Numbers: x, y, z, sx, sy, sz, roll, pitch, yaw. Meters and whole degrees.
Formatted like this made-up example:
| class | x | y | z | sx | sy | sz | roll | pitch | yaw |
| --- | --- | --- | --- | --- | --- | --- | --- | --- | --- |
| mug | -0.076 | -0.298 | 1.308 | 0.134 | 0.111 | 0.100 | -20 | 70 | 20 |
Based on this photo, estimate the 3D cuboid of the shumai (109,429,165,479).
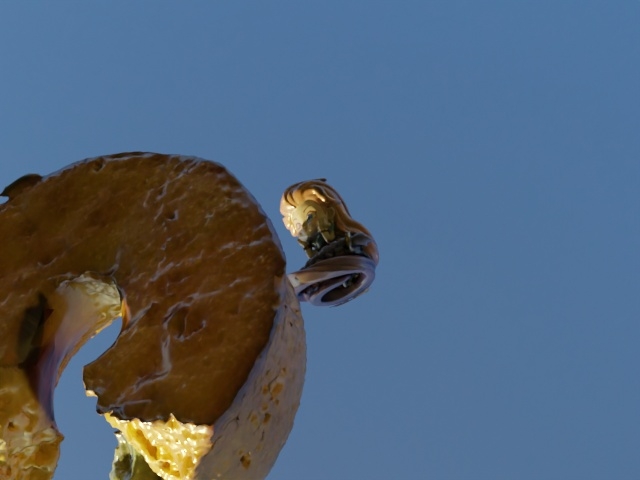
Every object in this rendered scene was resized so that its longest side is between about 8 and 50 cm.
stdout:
| class | x | y | z | sx | sy | sz | roll | pitch | yaw |
| --- | --- | --- | --- | --- | --- | --- | --- | --- | --- |
| shumai | -0.141 | 0.252 | 1.276 | 0.184 | 0.184 | 0.142 | 16 | -74 | 15 |

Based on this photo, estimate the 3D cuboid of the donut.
| class | x | y | z | sx | sy | sz | roll | pitch | yaw |
| --- | --- | --- | --- | --- | --- | --- | --- | --- | --- |
| donut | -0.196 | 0.092 | 1.108 | 0.435 | 0.163 | 0.378 | -3 | -132 | 25 |

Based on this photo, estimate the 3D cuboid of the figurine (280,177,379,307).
| class | x | y | z | sx | sy | sz | roll | pitch | yaw |
| --- | --- | --- | --- | --- | --- | --- | --- | --- | --- |
| figurine | 0.009 | 0.004 | 1.320 | 0.114 | 0.126 | 0.157 | 14 | -132 | -24 |
